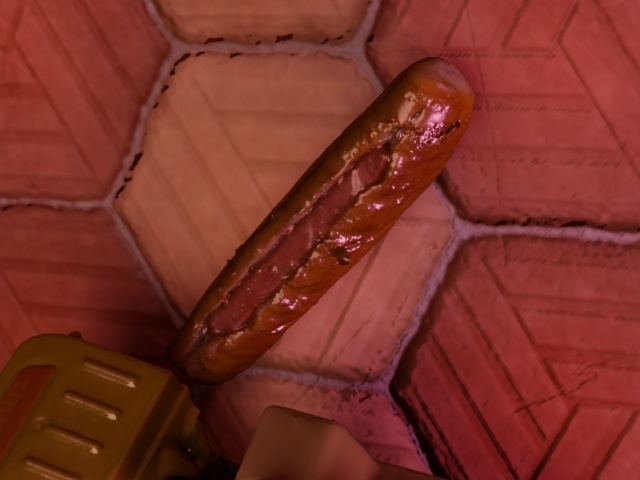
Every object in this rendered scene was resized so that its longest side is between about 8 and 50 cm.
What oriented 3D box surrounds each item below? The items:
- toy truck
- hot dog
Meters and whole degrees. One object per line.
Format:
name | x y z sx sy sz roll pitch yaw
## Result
toy truck | -0.043 0.197 0.925 0.405 0.180 0.254 18 148 18
hot dog | -0.002 -0.003 0.951 0.061 0.088 0.286 46 123 6
